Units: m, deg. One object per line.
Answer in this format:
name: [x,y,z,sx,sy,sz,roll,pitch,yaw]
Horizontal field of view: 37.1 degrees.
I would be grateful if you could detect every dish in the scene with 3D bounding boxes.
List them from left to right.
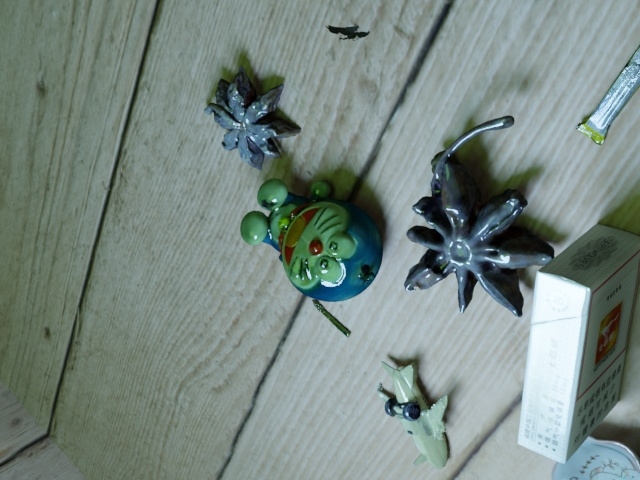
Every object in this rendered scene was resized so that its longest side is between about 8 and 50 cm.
dish: [0.517,0.431,1.668,0.229,0.081,0.229,25,123,46]

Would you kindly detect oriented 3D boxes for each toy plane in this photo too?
toy plane: [0.195,0.358,1.934,0.229,0.092,0.244,-6,104,61]

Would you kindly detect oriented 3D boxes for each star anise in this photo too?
star anise: [-0.161,-0.247,1.959,0.262,0.081,0.230,16,132,34]
star anise: [0.277,-0.017,1.646,0.316,0.139,0.359,49,128,-9]

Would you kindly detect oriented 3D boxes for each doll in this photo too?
doll: [-0.001,0.001,1.867,0.322,0.186,0.198,42,104,43]

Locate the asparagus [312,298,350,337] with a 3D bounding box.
asparagus: [0.022,0.166,2.047,0.114,0.014,0.015,41,132,19]

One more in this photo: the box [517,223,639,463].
box: [0.419,0.163,1.536,0.095,0.210,0.330,21,124,33]

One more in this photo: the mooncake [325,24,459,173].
mooncake: [0.135,-0.253,1.684,0.057,0.150,0.346,-38,68,38]

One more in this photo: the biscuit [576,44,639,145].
biscuit: [0.470,-0.257,1.406,0.048,0.026,0.292,41,134,14]
